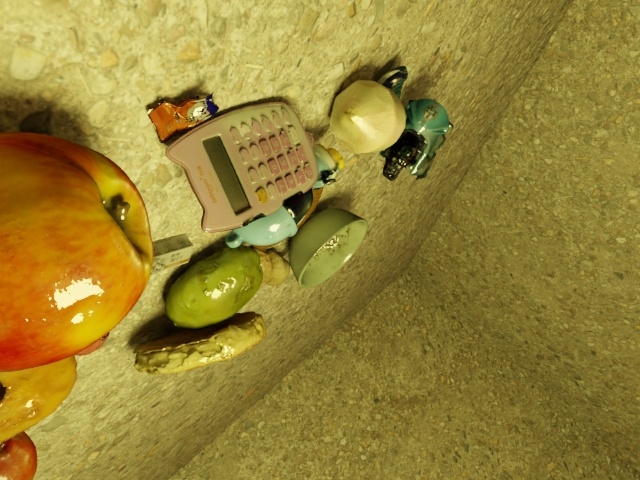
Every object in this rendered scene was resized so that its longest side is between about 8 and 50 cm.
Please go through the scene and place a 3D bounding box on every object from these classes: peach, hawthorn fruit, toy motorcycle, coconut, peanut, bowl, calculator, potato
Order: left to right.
[{"bbox_3d":[-0.637,0.441,0.778,0.188,0.169,0.169,-46,162,21],"label":"hawthorn fruit"},{"bbox_3d":[-0.344,0.014,0.471,0.281,0.281,0.238,-53,-158,16],"label":"peach"},{"bbox_3d":[-0.247,0.114,0.964,0.253,0.148,0.186,-41,178,1],"label":"potato"},{"bbox_3d":[-0.123,-0.141,0.742,0.294,0.194,0.043,-32,-164,-33],"label":"calculator"},{"bbox_3d":[-0.159,0.078,1.184,0.228,0.086,0.104,27,79,-69],"label":"peanut"},{"bbox_3d":[0.000,0.000,1.268,0.289,0.146,0.289,-38,159,-18],"label":"bowl"},{"bbox_3d":[0.101,-0.278,0.928,0.183,0.171,0.170,-22,149,-54],"label":"coconut"},{"bbox_3d":[0.299,-0.320,1.198,0.232,0.172,0.416,-59,173,35],"label":"toy motorcycle"}]

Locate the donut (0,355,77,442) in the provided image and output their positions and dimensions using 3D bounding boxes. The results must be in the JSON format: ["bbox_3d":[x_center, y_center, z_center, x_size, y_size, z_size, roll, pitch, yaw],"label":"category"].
[{"bbox_3d":[-0.525,0.206,0.609,0.278,0.108,0.277,-31,150,-21],"label":"donut"}]

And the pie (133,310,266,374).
[{"bbox_3d":[-0.296,0.254,1.023,0.340,0.083,0.339,-12,178,0],"label":"pie"}]

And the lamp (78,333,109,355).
[{"bbox_3d":[-0.441,0.160,0.753,0.107,0.093,0.107,7,90,-79],"label":"lamp"}]

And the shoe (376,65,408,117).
[{"bbox_3d":[0.179,-0.344,1.037,0.092,0.106,0.207,-32,153,-36],"label":"shoe"}]

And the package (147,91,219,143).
[{"bbox_3d":[-0.211,-0.198,0.631,0.111,0.033,0.077,-28,180,-12],"label":"package"}]

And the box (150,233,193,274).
[{"bbox_3d":[-0.352,0.042,0.786,0.218,0.039,0.055,-21,149,-51],"label":"box"}]

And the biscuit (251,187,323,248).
[{"bbox_3d":[-0.094,-0.084,1.074,0.262,0.037,0.262,-40,159,-19],"label":"biscuit"}]

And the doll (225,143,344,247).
[{"bbox_3d":[-0.083,-0.094,0.879,0.314,0.177,0.141,-43,136,-19],"label":"doll"}]
